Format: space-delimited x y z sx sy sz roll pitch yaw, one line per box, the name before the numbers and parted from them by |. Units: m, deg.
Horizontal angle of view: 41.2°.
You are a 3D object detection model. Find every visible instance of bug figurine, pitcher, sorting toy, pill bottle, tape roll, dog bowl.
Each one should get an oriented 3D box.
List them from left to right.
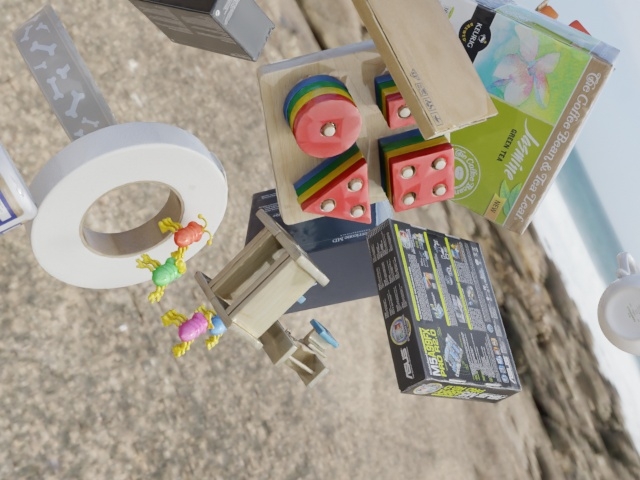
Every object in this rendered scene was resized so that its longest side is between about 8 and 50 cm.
pill bottle | -0.595 -0.046 1.330 0.153 0.265 0.153 56 -14 22
dog bowl | -0.524 -0.315 1.784 0.348 0.102 0.348 58 -10 17
tape roll | -0.370 -0.060 1.650 0.392 0.392 0.072 39 15 -54
bug figurine | -0.245 0.094 1.639 0.216 0.072 0.278 -47 120 -61
sorting toy | 0.062 -0.131 1.148 0.089 0.256 0.257 -112 -170 -46
pitcher | 0.503 0.095 1.351 0.207 0.125 0.177 9 53 -59

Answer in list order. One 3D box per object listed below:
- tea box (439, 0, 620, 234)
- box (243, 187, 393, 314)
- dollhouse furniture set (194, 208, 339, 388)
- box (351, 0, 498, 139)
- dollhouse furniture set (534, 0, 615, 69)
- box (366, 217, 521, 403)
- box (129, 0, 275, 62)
tea box | 0.305 -0.244 1.516 0.324 0.329 0.220 27 26 11
box | 0.000 0.000 2.120 0.312 0.343 0.178 -85 158 -53
dollhouse furniture set | -0.047 0.078 1.129 0.184 0.129 0.129 43 4 -42
box | 0.123 -0.222 1.002 0.164 0.021 0.201 -23 84 -51
dollhouse furniture set | 0.586 -0.457 2.189 0.262 0.259 0.135 49 -1 4
box | 0.191 0.112 1.332 0.216 0.060 0.270 12 54 -37
box | -0.256 -0.488 1.811 0.103 0.261 0.184 -62 147 -11
